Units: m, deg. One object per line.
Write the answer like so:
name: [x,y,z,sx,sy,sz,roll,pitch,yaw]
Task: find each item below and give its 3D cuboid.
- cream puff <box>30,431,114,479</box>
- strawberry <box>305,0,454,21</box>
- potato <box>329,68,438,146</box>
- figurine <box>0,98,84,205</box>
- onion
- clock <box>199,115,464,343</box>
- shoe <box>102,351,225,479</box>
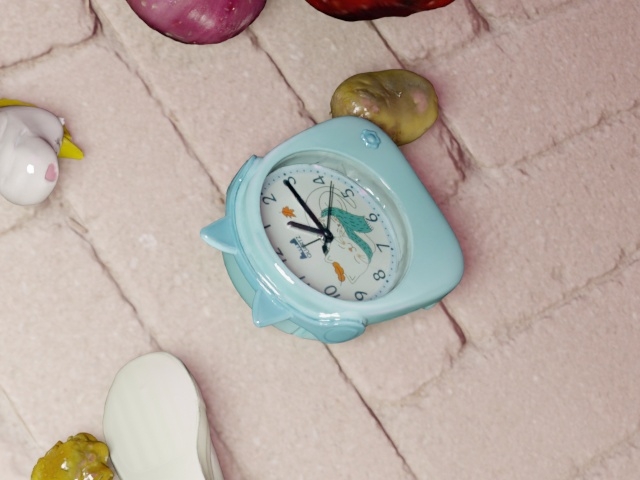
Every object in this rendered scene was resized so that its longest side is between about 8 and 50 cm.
cream puff: [-0.216,0.211,1.321,0.058,0.083,0.083,51,17,-52]
strawberry: [0.079,-0.382,1.653,0.295,0.317,0.345,-10,27,-27]
potato: [0.070,-0.148,1.710,0.138,0.070,0.091,-8,65,-37]
figurine: [-0.303,-0.097,1.441,0.178,0.109,0.129,11,34,-30]
onion: [-0.135,-0.295,1.626,0.177,0.153,0.177,4,72,-13]
clock: [0.000,0.000,1.563,0.274,0.094,0.223,-22,74,-37]
shoe: [-0.125,0.224,1.356,0.095,0.110,0.265,-21,45,0]
